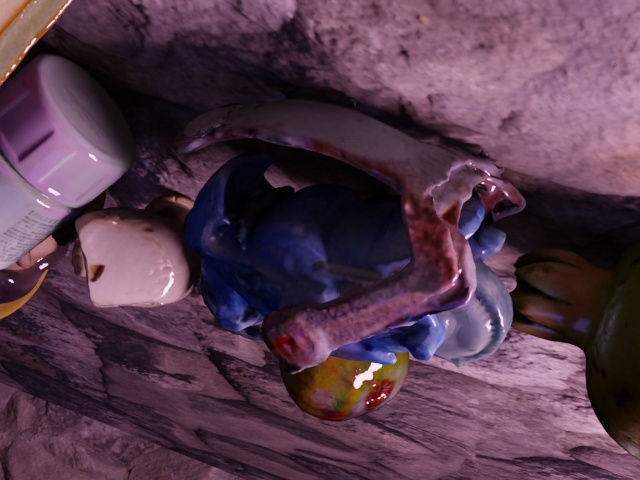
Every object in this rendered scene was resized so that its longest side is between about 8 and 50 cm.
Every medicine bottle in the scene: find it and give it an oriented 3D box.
[{"bbox_3d":[-0.262,-0.067,0.953,0.168,0.135,0.135,-35,130,19],"label":"medicine bottle"}]

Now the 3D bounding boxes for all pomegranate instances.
[{"bbox_3d":[0.273,0.089,0.862,0.241,0.159,0.190,34,156,-14],"label":"pomegranate"}]

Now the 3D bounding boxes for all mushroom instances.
[{"bbox_3d":[-0.162,0.013,1.048,0.108,0.096,0.247,22,-170,7],"label":"mushroom"}]

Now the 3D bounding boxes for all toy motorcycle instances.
[{"bbox_3d":[0.012,-0.011,0.921,0.319,0.241,0.182,1,-169,32],"label":"toy motorcycle"}]

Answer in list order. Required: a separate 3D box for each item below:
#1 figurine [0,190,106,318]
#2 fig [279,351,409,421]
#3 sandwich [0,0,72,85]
[{"bbox_3d":[-0.339,-0.020,1.193,0.256,0.167,0.192,-27,144,32],"label":"figurine"},{"bbox_3d":[-0.014,0.099,1.237,0.245,0.149,0.149,39,168,30],"label":"fig"},{"bbox_3d":[-0.205,-0.165,0.715,0.113,0.163,0.079,-2,149,44],"label":"sandwich"}]
